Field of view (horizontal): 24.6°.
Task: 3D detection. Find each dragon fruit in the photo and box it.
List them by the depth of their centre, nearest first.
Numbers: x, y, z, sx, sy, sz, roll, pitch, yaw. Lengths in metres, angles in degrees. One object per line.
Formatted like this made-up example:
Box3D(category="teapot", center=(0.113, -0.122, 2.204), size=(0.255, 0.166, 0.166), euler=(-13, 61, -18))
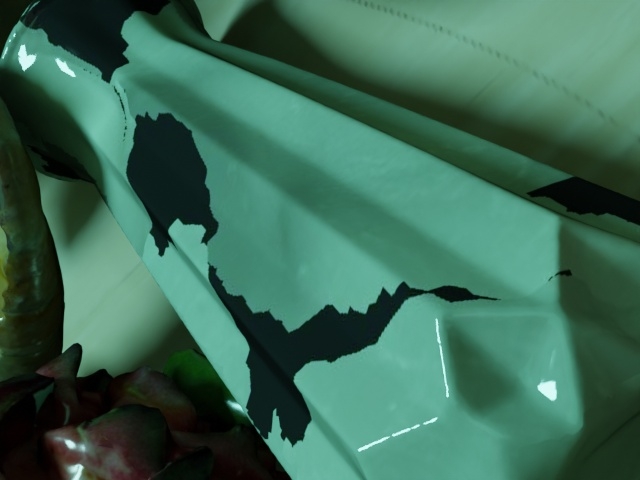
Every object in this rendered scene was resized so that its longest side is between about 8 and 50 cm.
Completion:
Box3D(category="dragon fruit", center=(-0.106, 0.186, 0.612), size=(0.233, 0.234, 0.293), euler=(1, 51, 32))

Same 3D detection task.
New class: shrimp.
Box3D(category="shrimp", center=(-0.161, 0.018, 0.722), size=(0.143, 0.052, 0.251), euler=(58, 148, 38))

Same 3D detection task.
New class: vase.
Box3D(category="vase", center=(0.000, 0.000, 0.589), size=(0.360, 0.165, 0.165), euler=(39, 109, 42))
